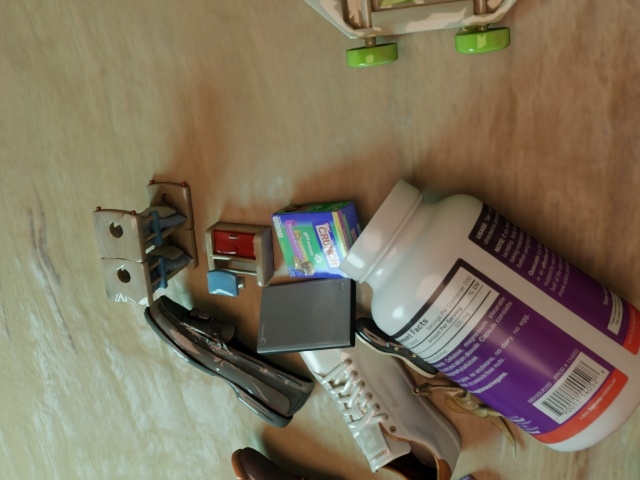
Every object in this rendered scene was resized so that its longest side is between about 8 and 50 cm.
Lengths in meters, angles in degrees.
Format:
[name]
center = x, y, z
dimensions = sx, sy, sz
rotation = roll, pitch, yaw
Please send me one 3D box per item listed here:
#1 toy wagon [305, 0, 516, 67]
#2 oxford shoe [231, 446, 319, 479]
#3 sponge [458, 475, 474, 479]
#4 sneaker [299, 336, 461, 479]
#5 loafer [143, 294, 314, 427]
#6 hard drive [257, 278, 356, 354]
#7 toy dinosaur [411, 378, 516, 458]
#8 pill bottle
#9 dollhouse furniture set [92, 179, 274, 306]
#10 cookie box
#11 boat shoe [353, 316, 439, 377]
[toy wagon]
center = 0.133, -0.320, 0.606
dimensions = 0.344, 0.068, 0.267
rotation = -1, 112, 19
[oxford shoe]
center = -0.017, 0.397, 0.964
dimensions = 0.271, 0.097, 0.098
rotation = 40, 99, -5
[sponge]
center = 0.248, 0.448, 0.914
dimensions = 0.210, 0.031, 0.117
rotation = 44, 119, -2
[sneaker]
center = 0.072, 0.222, 0.828
dimensions = 0.290, 0.123, 0.106
rotation = 43, 121, 0
[loafer]
center = -0.127, 0.157, 0.900
dimensions = 0.267, 0.096, 0.084
rotation = 41, 99, -8
[hard drive]
center = -0.019, 0.101, 0.832
dimensions = 0.135, 0.094, 0.022
rotation = -9, 153, 23
[toy dinosaur]
center = 0.213, 0.217, 0.827
dimensions = 0.183, 0.053, 0.092
rotation = 31, 137, -9
[pill bottle]
center = 0.186, 0.072, 0.690
dimensions = 0.323, 0.181, 0.181
rotation = 35, 119, 3
[dollhouse furniture set]
center = -0.173, 0.004, 0.815
dimensions = 0.183, 0.129, 0.129
rotation = 6, 114, 18
[cookie box]
center = 0.000, 0.000, 0.788
dimensions = 0.107, 0.040, 0.092
rotation = -2, 113, 38
[boat shoe]
center = 0.105, 0.132, 0.819
dimensions = 0.133, 0.049, 0.042
rotation = 27, 122, -2
